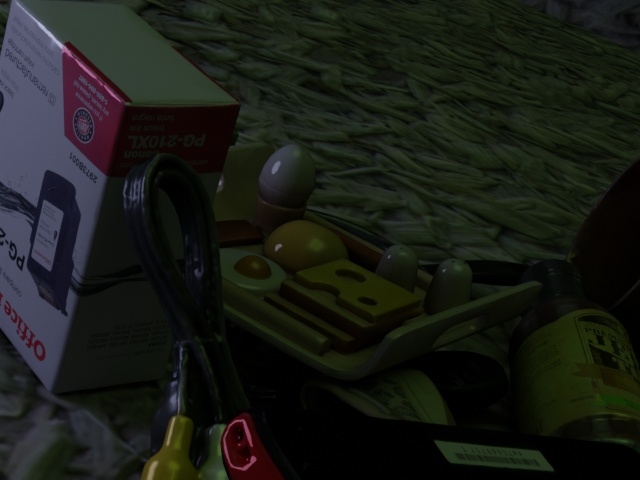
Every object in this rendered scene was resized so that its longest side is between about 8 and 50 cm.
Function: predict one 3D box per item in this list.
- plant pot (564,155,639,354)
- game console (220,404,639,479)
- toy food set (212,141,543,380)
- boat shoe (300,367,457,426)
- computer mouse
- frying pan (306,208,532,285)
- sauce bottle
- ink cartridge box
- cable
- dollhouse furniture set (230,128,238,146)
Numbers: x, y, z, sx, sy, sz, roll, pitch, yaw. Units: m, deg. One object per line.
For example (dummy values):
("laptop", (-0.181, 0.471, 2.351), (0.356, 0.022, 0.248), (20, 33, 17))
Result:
("plant pot", (0.392, 0.048, 1.338), (0.230, 0.215, 0.215), (31, 22, -11))
("game console", (0.154, 0.232, 0.705), (0.387, 0.060, 0.342), (14, 29, -45))
("toy food set", (0.000, 0.000, 1.099), (0.306, 0.092, 0.220), (27, 24, 31))
("boat shoe", (0.060, 0.175, 0.912), (0.089, 0.104, 0.285), (7, 17, -19))
("computer mouse", (0.046, 0.122, 1.086), (0.242, 0.041, 0.071), (0, 22, -25))
("frying pan", (0.049, 0.020, 1.272), (0.197, 0.053, 0.326), (37, 27, 33))
("sauce bottle", (0.212, 0.117, 1.127), (0.111, 0.111, 0.344), (18, 25, -7))
("ink cartridge box", (-0.169, -0.033, 0.984), (0.100, 0.237, 0.172), (-5, 35, -40))
("cable", (-0.063, 0.087, 0.852), (0.140, 0.287, 0.072), (13, -18, -42))
("dollhouse furniture set", (-0.163, -0.101, 1.348), (0.152, 0.058, 0.076), (10, 26, -24))
